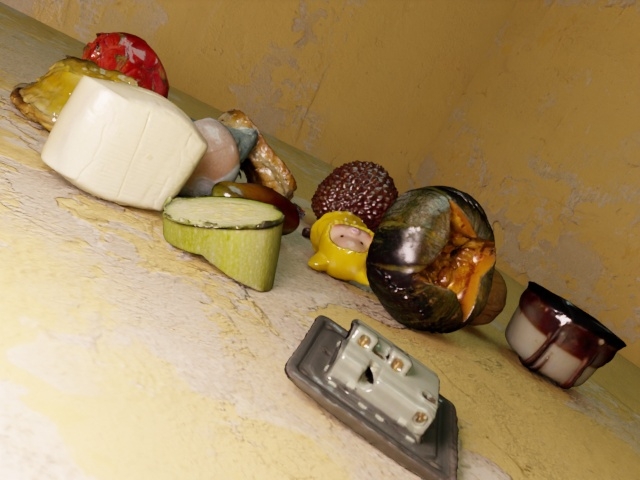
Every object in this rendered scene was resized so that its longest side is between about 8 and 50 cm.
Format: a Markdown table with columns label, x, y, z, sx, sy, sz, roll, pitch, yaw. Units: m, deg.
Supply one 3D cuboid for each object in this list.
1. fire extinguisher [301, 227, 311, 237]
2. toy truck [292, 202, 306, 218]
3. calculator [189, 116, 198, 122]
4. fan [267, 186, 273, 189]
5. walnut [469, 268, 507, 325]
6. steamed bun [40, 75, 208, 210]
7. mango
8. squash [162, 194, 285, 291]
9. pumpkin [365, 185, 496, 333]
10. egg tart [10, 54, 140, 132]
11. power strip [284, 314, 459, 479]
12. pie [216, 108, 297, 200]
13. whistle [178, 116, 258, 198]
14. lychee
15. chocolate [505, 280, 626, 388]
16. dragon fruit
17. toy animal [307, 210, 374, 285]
| label | x | y | z | sx | sy | sz | roll | pitch | yaw |
| --- | --- | --- | --- | --- | --- | --- | --- | --- | --- |
| fire extinguisher | 0.003 | -0.005 | 1.787 | 0.100 | 0.032 | 0.046 | 17 | 5 | -29 |
| toy truck | -0.065 | -0.086 | 2.003 | 0.032 | 0.024 | 0.083 | 26 | 11 | -36 |
| calculator | -0.357 | -0.294 | 1.934 | 0.188 | 0.042 | 0.303 | 26 | -11 | 1 |
| fan | -0.172 | -0.098 | 1.637 | 0.152 | 0.008 | 0.227 | -4 | -8 | 5 |
| walnut | 0.386 | 0.133 | 1.786 | 0.207 | 0.167 | 0.167 | 14 | 17 | -28 |
| steamed bun | -0.336 | -0.171 | 1.201 | 0.250 | 0.200 | 0.154 | 23 | 11 | -46 |
| mango | -0.142 | -0.066 | 1.466 | 0.133 | 0.111 | 0.267 | 46 | 14 | 27 |
| squash | -0.174 | -0.006 | 1.205 | 0.220 | 0.133 | 0.220 | 13 | 16 | -4 |
| pumpkin | 0.240 | 0.043 | 1.484 | 0.320 | 0.321 | 0.192 | 22 | -12 | -34 |
| egg tart | -0.483 | -0.297 | 1.512 | 0.345 | 0.133 | 0.345 | 23 | 18 | -8 |
| power strip | 0.091 | 0.190 | 0.947 | 0.257 | 0.092 | 0.251 | 34 | 7 | 3 |
| pie | -0.178 | -0.208 | 1.802 | 0.308 | 0.085 | 0.308 | 50 | -15 | 18 |
| whistle | -0.232 | -0.184 | 1.530 | 0.189 | 0.189 | 0.348 | 31 | 26 | 10 |
| lychee | 0.091 | -0.102 | 1.965 | 0.271 | 0.271 | 0.271 | 28 | 11 | -6 |
| chocolate | 0.580 | 0.250 | 1.716 | 0.283 | 0.186 | 0.283 | 34 | 2 | -1 |
| dragon fruit | -0.521 | -0.428 | 1.848 | 0.252 | 0.241 | 0.241 | 49 | 8 | -10 |
| toy animal | 0.048 | 0.011 | 1.578 | 0.156 | 0.156 | 0.230 | 27 | 21 | -12 |
